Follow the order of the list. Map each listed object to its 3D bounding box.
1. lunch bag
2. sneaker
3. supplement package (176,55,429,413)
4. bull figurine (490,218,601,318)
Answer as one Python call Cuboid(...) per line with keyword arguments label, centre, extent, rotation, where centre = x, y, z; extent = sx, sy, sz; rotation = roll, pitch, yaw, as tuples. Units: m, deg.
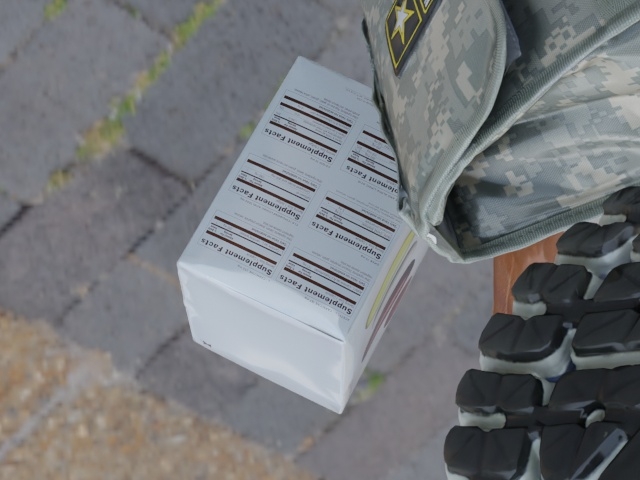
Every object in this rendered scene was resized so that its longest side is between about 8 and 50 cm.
Cuboid(label="lunch bag", centre=(0.144, -0.144, 0.951), extent=(0.287, 0.235, 0.169), rotation=(-31, 135, 20))
Cuboid(label="sneaker", centre=(0.107, 0.113, 0.504), extent=(0.147, 0.129, 0.330), rotation=(40, 72, -31))
Cuboid(label="supplement package", centre=(0.000, 0.000, 1.387), extent=(0.149, 0.203, 0.194), rotation=(26, 161, 10))
Cuboid(label="bull figurine", centre=(0.184, 0.048, 1.160), extent=(0.101, 0.188, 0.310), rotation=(-27, 118, -42))
